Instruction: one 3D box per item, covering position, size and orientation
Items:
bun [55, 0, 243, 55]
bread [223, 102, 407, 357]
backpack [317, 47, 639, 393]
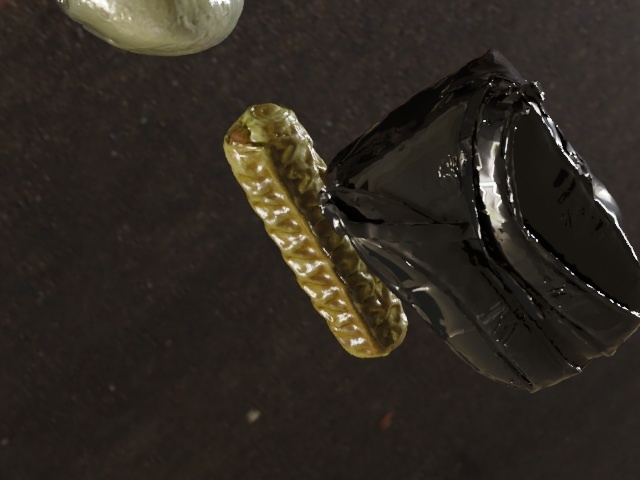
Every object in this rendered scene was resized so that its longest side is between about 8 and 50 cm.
[{"bbox_3d":[-0.212,-0.297,1.518,0.168,0.273,0.273,-51,142,15],"label":"bun"},{"bbox_3d":[0.001,0.000,1.428,0.084,0.077,0.367,-41,132,-12],"label":"bread"},{"bbox_3d":[0.085,-0.006,0.671,0.120,0.105,0.165,-29,119,16],"label":"backpack"}]
